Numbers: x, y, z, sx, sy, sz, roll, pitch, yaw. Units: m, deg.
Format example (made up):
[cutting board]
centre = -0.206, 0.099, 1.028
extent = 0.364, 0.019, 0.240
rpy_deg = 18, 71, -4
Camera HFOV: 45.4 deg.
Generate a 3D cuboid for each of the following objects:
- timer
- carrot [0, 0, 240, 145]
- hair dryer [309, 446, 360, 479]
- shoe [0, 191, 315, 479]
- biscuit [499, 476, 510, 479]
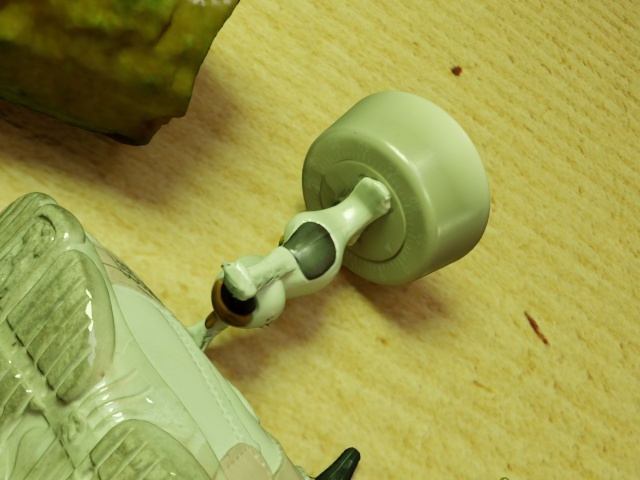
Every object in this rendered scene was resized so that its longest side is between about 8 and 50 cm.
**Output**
[timer]
centre = 0.000, 0.000, 0.643
extent = 0.266, 0.175, 0.175
rpy_deg = -34, 82, -37
[carrot]
centre = -0.219, -0.226, 0.599
extent = 0.340, 0.241, 0.242
rpy_deg = 22, 52, -20
[hair dryer]
centre = -0.012, 0.179, 0.615
extent = 0.083, 0.031, 0.079
rpy_deg = 38, 38, 5
[shoe]
centre = -0.129, 0.134, 0.493
extent = 0.351, 0.172, 0.198
rpy_deg = 54, 10, 33
[biscuit]
centre = 0.121, 0.299, 0.624
extent = 0.203, 0.016, 0.144
rpy_deg = -15, 70, -36
